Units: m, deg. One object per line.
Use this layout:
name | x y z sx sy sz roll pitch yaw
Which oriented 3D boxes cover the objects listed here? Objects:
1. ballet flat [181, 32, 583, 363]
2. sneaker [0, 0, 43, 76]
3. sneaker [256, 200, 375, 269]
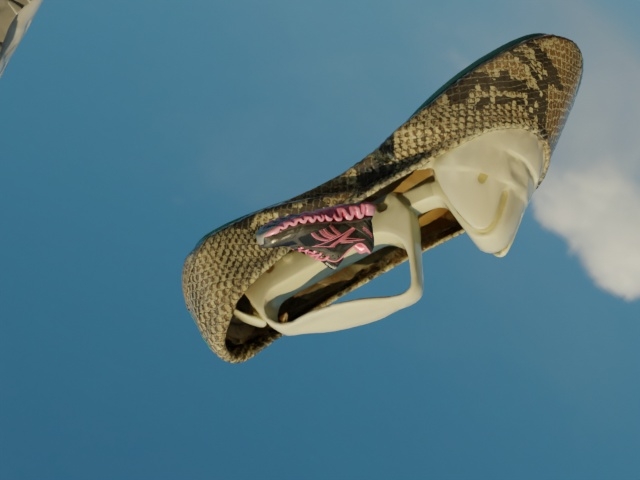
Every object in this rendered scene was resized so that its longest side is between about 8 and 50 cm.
ballet flat | 0.082 -0.018 1.215 0.164 0.483 0.182 51 -169 -46
sneaker | -0.380 -0.264 1.417 0.090 0.095 0.235 27 -109 0
sneaker | 0.000 0.000 1.069 0.119 0.047 0.057 -11 -82 -28
